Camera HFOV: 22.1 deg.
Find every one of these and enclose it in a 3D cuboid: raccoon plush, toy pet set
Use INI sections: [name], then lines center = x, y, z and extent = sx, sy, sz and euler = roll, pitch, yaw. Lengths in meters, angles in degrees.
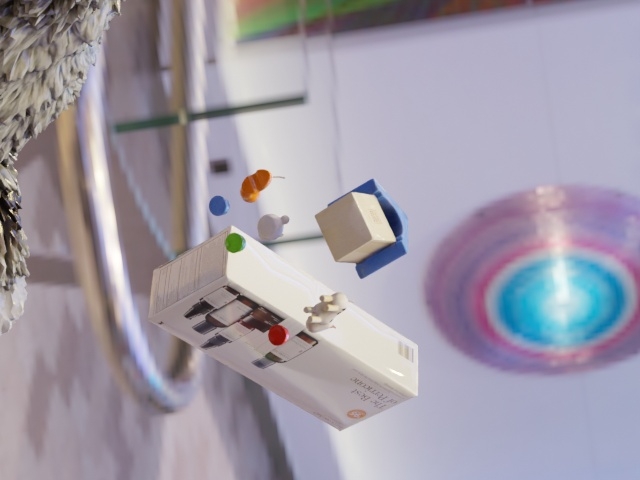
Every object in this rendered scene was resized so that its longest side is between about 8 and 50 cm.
[raccoon plush]
center = -0.165, -0.109, 1.033
extent = 0.299, 0.216, 0.446
euler = 27, -40, 47
[toy pet set]
center = 0.000, 0.000, 1.183
extent = 0.065, 0.114, 0.122
euler = 5, 57, -62

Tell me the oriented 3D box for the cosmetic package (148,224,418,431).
[cosmetic package]
center = -0.028, 0.082, 1.420
extent = 0.239, 0.099, 0.060
euler = 33, 44, -34
